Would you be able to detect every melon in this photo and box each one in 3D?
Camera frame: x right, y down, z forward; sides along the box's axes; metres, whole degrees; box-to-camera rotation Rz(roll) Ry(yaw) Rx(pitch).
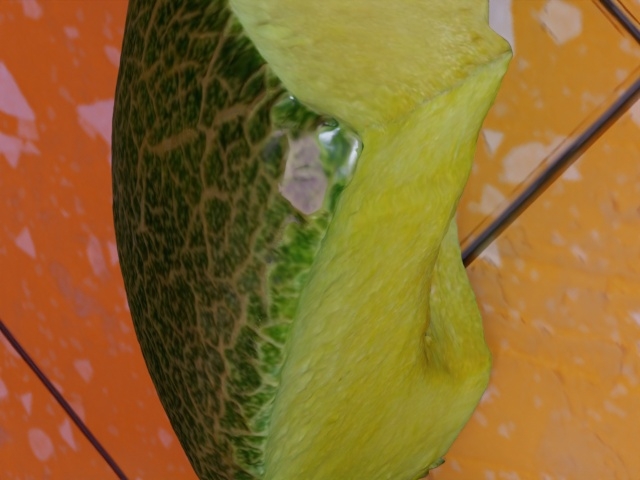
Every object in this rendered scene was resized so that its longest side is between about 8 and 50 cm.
[{"bbox_3d":[0.000,0.000,0.956,0.331,0.226,0.343,-112,29,-51],"label":"melon"}]
